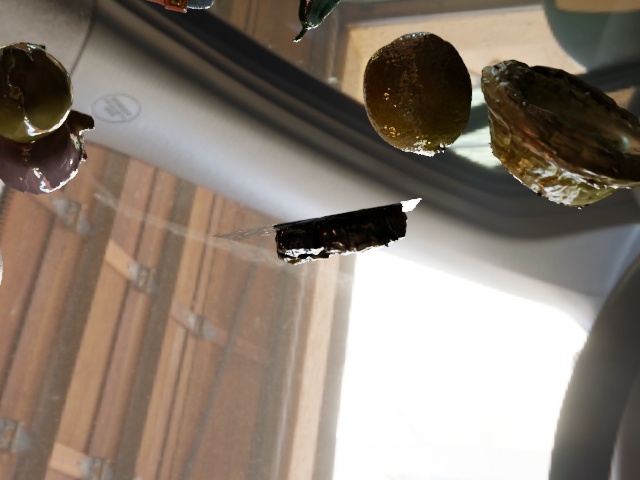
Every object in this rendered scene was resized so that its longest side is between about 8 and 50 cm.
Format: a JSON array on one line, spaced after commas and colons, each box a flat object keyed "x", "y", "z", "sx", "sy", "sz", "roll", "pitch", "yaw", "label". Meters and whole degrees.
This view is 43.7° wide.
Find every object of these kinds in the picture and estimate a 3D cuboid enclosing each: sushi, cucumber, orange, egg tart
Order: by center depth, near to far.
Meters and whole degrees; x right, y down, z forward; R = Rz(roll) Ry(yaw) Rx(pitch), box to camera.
[{"x": 0.077, "y": -0.113, "z": 0.623, "sx": 0.095, "sy": 0.085, "sz": 0.085, "roll": 66, "pitch": -158, "yaw": -9, "label": "orange"}, {"x": 0.026, "y": -0.342, "z": 0.919, "sx": 0.250, "sy": 0.056, "sz": 0.056, "roll": -65, "pitch": -17, "yaw": 5, "label": "cucumber"}, {"x": 0.322, "y": -0.140, "z": 1.061, "sx": 0.288, "sy": 0.288, "sz": 0.118, "roll": -63, "pitch": -2, "yaw": -56, "label": "egg tart"}, {"x": 0.000, "y": 0.000, "z": 1.158, "sx": 0.294, "sy": 0.292, "sz": 0.059, "roll": 5, "pitch": -104, "yaw": -87, "label": "sushi"}]

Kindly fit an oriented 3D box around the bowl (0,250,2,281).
[{"x": -0.572, "y": 0.008, "z": 1.138, "sx": 0.287, "sy": 0.144, "sz": 0.287, "roll": 48, "pitch": -161, "yaw": -23, "label": "bowl"}]

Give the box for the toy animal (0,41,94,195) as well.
[{"x": -0.447, "y": -0.191, "z": 1.219, "sx": 0.281, "sy": 0.195, "sz": 0.169, "roll": 99, "pitch": 153, "yaw": -49, "label": "toy animal"}]

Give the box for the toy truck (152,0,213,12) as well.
[{"x": -0.132, "y": -0.274, "z": 0.634, "sx": 0.253, "sy": 0.114, "sz": 0.107, "roll": -103, "pitch": 25, "yaw": -56, "label": "toy truck"}]
